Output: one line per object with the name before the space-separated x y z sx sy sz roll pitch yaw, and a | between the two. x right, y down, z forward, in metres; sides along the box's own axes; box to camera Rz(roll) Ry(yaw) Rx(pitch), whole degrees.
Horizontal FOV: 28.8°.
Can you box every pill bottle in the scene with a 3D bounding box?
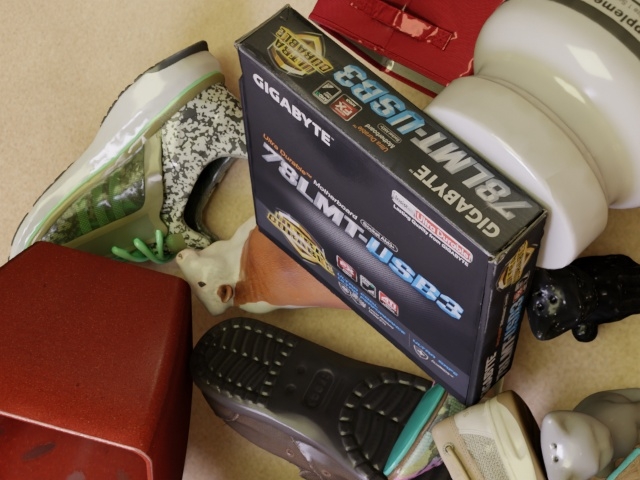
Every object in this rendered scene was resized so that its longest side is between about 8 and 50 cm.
pill bottle | 0.261 -0.159 1.045 0.210 0.210 0.363 39 74 24

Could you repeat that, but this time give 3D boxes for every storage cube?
storage cube | 0.138 -0.237 1.203 0.183 0.215 0.193 31 96 27

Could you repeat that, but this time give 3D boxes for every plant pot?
plant pot | -0.257 0.160 1.311 0.267 0.267 0.236 15 51 7

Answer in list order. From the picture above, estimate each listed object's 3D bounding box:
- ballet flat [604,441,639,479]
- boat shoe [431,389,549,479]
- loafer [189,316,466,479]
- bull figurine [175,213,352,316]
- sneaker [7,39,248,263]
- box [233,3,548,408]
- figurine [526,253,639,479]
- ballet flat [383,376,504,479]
ballet flat | 0.324 0.338 1.077 0.124 0.116 0.342 -25 98 -14
boat shoe | 0.180 0.284 1.079 0.098 0.109 0.302 -24 66 13
loafer | 0.036 0.199 1.302 0.366 0.130 0.134 28 61 19
bull figurine | 0.000 0.000 1.320 0.310 0.101 0.188 6 87 20
sneaker | -0.208 -0.024 1.424 0.182 0.158 0.410 43 112 9
box | 0.054 -0.019 1.095 0.073 0.293 0.295 -42 67 -19
figurine | 0.239 0.118 1.128 0.092 0.209 0.215 -8 84 28
ballet flat | 0.137 0.149 1.215 0.079 0.077 0.221 30 62 -7
